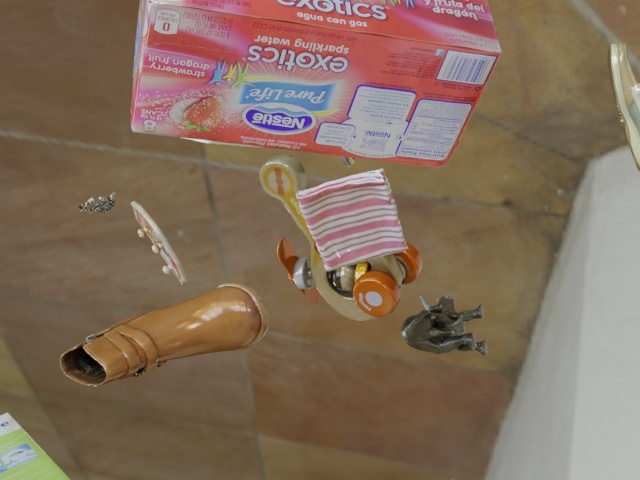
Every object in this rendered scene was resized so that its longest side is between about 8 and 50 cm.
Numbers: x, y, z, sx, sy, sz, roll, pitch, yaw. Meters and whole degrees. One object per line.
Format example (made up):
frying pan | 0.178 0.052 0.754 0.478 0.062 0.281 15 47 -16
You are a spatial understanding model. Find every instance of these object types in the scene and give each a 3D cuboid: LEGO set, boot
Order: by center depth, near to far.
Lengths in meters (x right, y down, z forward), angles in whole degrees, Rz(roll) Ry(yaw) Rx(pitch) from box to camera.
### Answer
boot | -0.232 0.142 1.568 0.283 0.109 0.220 -6 -171 43
boot | 0.547 -0.226 1.663 0.165 0.077 0.213 -17 101 18
LEGO set | -0.345 -0.052 1.671 0.054 0.083 0.023 -38 82 34

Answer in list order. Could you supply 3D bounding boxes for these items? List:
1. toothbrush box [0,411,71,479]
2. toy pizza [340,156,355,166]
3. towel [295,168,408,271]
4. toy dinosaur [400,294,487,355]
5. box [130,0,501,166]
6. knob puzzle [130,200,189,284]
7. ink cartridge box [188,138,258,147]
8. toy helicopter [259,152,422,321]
toothbrush box | -0.435 0.413 1.547 0.283 0.122 0.206 24 127 47
toy pizza | 0.049 -0.234 1.933 0.032 0.201 0.201 -7 145 9
towel | 0.053 -0.026 1.685 0.144 0.029 0.197 -15 137 6
toy dinosaur | 0.225 0.178 2.062 0.160 0.121 0.313 -9 -178 28
box | -0.011 -0.178 0.953 0.299 0.142 0.154 5 140 -13
knob puzzle | -0.320 0.007 2.072 0.213 0.030 0.213 52 167 18
ink cartridge box | -0.149 -0.202 1.925 0.235 0.056 0.171 2 -171 -40
toy helicopter | 0.000 0.000 1.932 0.235 0.140 0.355 -26 105 39
